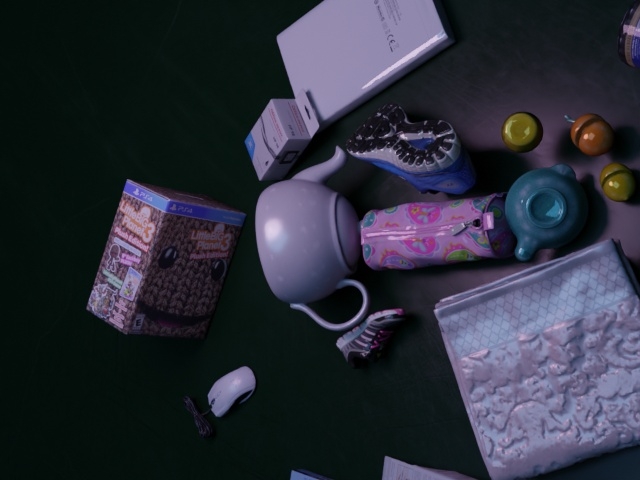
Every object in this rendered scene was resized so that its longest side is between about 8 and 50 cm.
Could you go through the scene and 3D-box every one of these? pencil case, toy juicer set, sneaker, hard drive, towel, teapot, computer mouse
[{"bbox_3d":[0.207,-0.014,1.825,0.284,0.124,0.124,-6,80,39],"label":"pencil case"},{"bbox_3d":[0.406,-0.053,1.692,0.209,0.089,0.328,-3,90,12],"label":"toy juicer set"},{"bbox_3d":[0.164,-0.147,1.868,0.130,0.147,0.330,-46,32,-6],"label":"sneaker"},{"bbox_3d":[0.081,-0.395,2.030,0.353,0.047,0.233,-30,66,31],"label":"hard drive"},{"bbox_3d":[0.371,0.193,1.629,0.332,0.053,0.316,-23,83,24],"label":"towel"},{"bbox_3d":[0.000,0.000,1.937,0.187,0.256,0.252,-9,36,15],"label":"teapot"},{"bbox_3d":[0.103,0.185,1.918,0.170,0.063,0.074,-38,61,34],"label":"sneaker"},{"bbox_3d":[-0.211,0.327,2.163,0.193,0.042,0.106,-43,58,26],"label":"computer mouse"}]

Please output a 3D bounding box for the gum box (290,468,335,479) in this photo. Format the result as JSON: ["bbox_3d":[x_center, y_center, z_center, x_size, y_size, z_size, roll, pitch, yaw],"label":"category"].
[{"bbox_3d":[0.000,0.544,1.960,0.157,0.041,0.184,9,88,39],"label":"gum box"}]

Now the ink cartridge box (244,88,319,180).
[{"bbox_3d":[-0.080,-0.214,2.087,0.180,0.060,0.104,-51,53,47],"label":"ink cartridge box"}]

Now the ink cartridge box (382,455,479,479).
[{"bbox_3d":[0.192,0.493,1.820,0.232,0.066,0.189,5,87,60],"label":"ink cartridge box"}]

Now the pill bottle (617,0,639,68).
[{"bbox_3d":[0.573,-0.295,1.565,0.219,0.123,0.122,30,102,38],"label":"pill bottle"}]

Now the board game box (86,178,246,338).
[{"bbox_3d":[-0.320,0.044,2.171,0.141,0.232,0.291,24,99,38],"label":"board game box"}]
